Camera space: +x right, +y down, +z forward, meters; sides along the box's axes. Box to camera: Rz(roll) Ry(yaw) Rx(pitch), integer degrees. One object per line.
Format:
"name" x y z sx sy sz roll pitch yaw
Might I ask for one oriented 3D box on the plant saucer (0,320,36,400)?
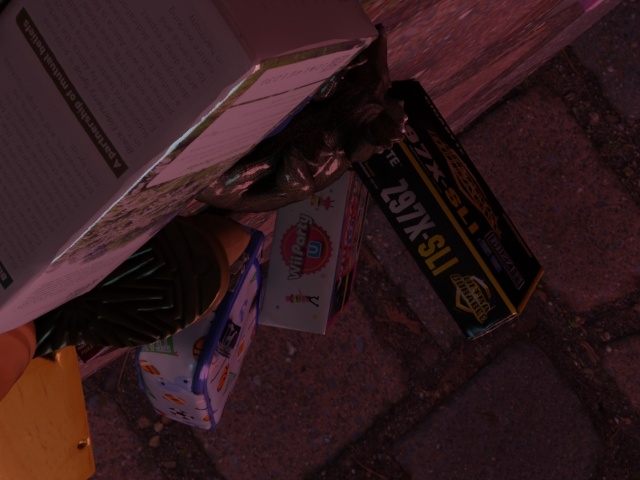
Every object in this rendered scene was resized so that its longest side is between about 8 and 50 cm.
"plant saucer" -0.276 0.090 0.619 0.200 0.037 0.200 -17 157 -7

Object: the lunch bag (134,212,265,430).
"lunch bag" -0.147 0.107 1.323 0.303 0.115 0.243 103 9 -63

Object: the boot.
"boot" -0.127 0.016 0.801 0.236 0.089 0.269 -12 -175 23

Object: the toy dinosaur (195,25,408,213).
"toy dinosaur" -0.024 -0.073 0.825 0.314 0.121 0.160 -37 172 -19

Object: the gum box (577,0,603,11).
"gum box" 0.247 -0.269 0.775 0.188 0.107 0.062 -34 177 -23

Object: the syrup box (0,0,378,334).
"syrup box" -0.098 -0.053 0.443 0.237 0.096 0.093 -36 176 35

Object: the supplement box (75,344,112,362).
"supplement box" -0.259 0.091 1.385 0.130 0.073 0.239 -36 177 7

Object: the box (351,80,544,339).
"box" 0.155 -0.051 1.272 0.079 0.322 0.257 -34 177 23

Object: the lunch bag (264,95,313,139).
"lunch bag" -0.051 -0.095 0.609 0.065 0.067 0.098 -34 177 -31

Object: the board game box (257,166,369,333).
"board game box" 0.000 0.000 1.435 0.098 0.223 0.303 10 -174 9

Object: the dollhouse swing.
"dollhouse swing" -0.507 0.244 1.184 0.347 0.305 0.315 -32 135 -40
